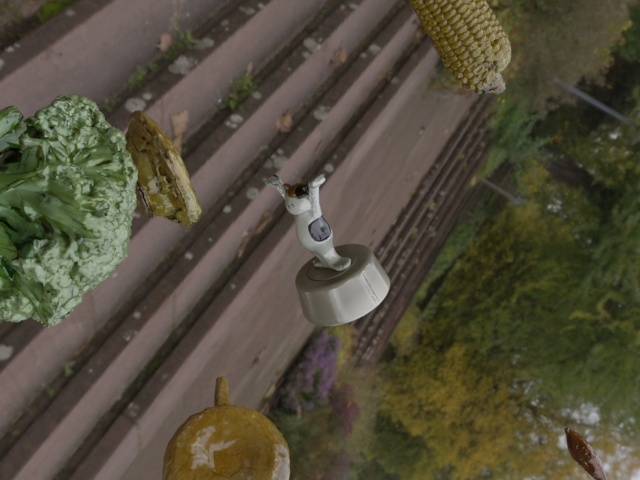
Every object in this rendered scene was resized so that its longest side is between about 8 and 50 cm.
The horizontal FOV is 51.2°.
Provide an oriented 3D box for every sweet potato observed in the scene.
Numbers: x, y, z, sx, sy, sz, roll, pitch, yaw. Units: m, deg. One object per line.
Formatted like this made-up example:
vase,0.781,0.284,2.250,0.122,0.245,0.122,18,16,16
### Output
sweet potato,0.389,0.318,0.982,0.034,0.095,0.034,-26,159,-11

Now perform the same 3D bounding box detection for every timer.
timer,0.000,0.000,1.204,0.175,0.266,0.175,-21,-156,10

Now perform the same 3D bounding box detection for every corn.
corn,0.219,-0.384,1.115,0.119,0.322,0.119,-35,-163,12

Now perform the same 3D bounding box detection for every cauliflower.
cauliflower,-0.336,-0.040,0.717,0.250,0.272,0.275,21,85,-48

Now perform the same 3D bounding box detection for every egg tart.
egg tart,-0.308,-0.119,1.230,0.105,0.241,0.241,-31,165,-19

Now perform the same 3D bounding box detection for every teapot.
teapot,-0.157,0.378,1.101,0.167,0.203,0.311,103,-20,-49
